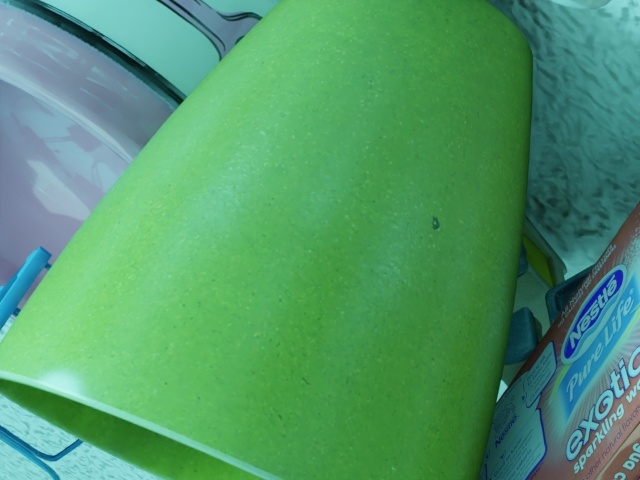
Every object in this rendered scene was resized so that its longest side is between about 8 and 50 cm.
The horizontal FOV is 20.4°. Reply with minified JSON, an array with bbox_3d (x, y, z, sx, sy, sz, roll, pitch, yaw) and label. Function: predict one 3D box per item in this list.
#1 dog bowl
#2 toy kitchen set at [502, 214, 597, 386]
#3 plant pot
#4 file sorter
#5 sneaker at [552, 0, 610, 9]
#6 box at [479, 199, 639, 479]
[{"bbox_3d":[-0.157,-0.062,1.229,0.408,0.150,0.408,24,149,16],"label":"dog bowl"},{"bbox_3d":[0.174,-0.014,1.061,0.207,0.166,0.122,-32,117,19],"label":"toy kitchen set"},{"bbox_3d":[0.000,0.000,0.988,0.275,0.293,0.275,22,167,5],"label":"plant pot"},{"bbox_3d":[-0.211,0.114,1.221,0.104,0.170,0.118,36,151,-9],"label":"file sorter"},{"bbox_3d":[0.063,-0.205,0.884,0.235,0.090,0.095,45,162,-11],"label":"sneaker"},{"bbox_3d":[0.196,0.100,0.947,0.142,0.154,0.300,23,119,-15],"label":"box"}]
